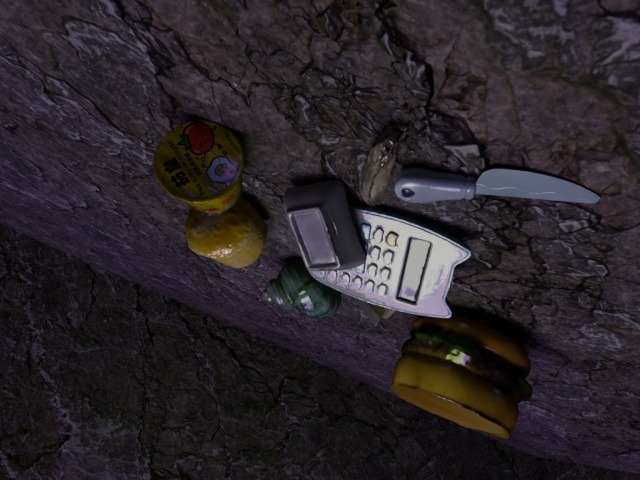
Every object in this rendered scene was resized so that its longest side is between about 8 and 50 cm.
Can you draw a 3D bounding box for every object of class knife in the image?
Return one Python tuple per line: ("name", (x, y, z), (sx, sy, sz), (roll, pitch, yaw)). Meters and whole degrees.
("knife", (0.291, -0.096, 0.770), (0.332, 0.044, 0.080), (4, 144, 23))

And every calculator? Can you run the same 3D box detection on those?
("calculator", (0.132, 0.042, 1.044), (0.387, 0.054, 0.255), (14, 126, 13))

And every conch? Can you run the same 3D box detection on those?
("conch", (-0.057, 0.163, 1.456), (0.278, 0.195, 0.220), (-7, 170, -12))

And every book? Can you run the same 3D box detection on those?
("book", (0.150, 0.189, 1.414), (0.138, 0.016, 0.198), (53, 163, 19))

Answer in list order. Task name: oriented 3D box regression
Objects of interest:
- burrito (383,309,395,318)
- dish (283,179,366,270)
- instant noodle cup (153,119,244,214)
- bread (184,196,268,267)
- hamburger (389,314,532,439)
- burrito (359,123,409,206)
("burrito", (0.205, 0.200, 1.415), (0.087, 0.060, 0.226), (47, 164, 16))
("dish", (-0.001, -0.017, 0.992), (0.152, 0.077, 0.212), (-6, 115, 29))
("instant noodle cup", (-0.246, -0.144, 0.971), (0.183, 0.182, 0.144), (20, 165, 4))
("bread", (-0.245, -0.028, 1.193), (0.197, 0.196, 0.170), (9, 160, 27))
("hamburger", (0.414, 0.384, 1.364), (0.396, 0.277, 0.395), (22, 157, 10))
("burrito", (0.107, -0.126, 0.826), (0.058, 0.063, 0.229), (-4, 157, -10))
